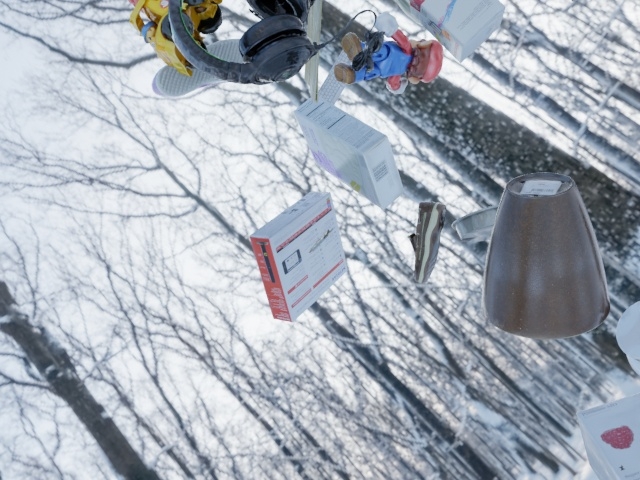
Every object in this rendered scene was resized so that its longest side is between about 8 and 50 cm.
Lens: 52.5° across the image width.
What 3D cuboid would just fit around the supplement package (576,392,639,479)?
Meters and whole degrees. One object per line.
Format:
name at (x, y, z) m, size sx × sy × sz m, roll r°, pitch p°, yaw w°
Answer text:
supplement package at (0.735, 0.514, 1.470) m, size 0.178 × 0.175 × 0.293 m, roll -20°, pitch 19°, yaw 5°

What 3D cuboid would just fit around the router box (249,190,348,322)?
router box at (-0.059, 0.045, 2.071) m, size 0.335 × 0.082 × 0.301 m, roll -39°, pitch -55°, yaw -44°

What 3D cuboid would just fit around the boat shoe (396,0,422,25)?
boat shoe at (0.247, -0.720, 1.875) m, size 0.228 × 0.081 × 0.068 m, roll 40°, pitch -90°, yaw -25°

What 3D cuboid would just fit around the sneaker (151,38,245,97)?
sneaker at (-0.283, -0.421, 1.598) m, size 0.282 × 0.102 × 0.161 m, roll -20°, pitch 12°, yaw -20°

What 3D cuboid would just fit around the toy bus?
toy bus at (-0.342, -0.497, 1.420) m, size 0.149 × 0.212 × 0.220 m, roll 70°, pitch -144°, yaw -77°

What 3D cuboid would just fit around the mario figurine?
mario figurine at (0.185, -0.496, 1.740) m, size 0.321 × 0.170 × 0.198 m, roll -8°, pitch -6°, yaw -28°

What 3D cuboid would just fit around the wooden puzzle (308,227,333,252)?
wooden puzzle at (0.000, 0.000, 1.464) m, size 0.083 × 0.006 × 0.049 m, roll -46°, pitch 7°, yaw 16°

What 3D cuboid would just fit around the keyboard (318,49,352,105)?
keyboard at (0.057, -0.522, 2.092) m, size 0.072 × 0.014 × 0.256 m, roll 26°, pitch -72°, yaw -21°

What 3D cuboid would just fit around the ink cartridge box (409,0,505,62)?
ink cartridge box at (0.306, -0.518, 1.462) m, size 0.127 × 0.176 × 0.128 m, roll -44°, pitch -8°, yaw 6°

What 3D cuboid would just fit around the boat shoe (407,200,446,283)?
boat shoe at (0.317, 0.002, 2.010) m, size 0.095 × 0.095 × 0.257 m, roll -9°, pitch -67°, yaw -64°

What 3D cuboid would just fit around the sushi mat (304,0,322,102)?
sushi mat at (-0.013, -0.458, 1.341) m, size 0.019 × 0.151 × 0.316 m, roll -3°, pitch -57°, yaw -9°

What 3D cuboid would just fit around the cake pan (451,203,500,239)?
cake pan at (0.564, -0.056, 2.040) m, size 0.293 × 0.054 × 0.293 m, roll -10°, pitch -13°, yaw -2°

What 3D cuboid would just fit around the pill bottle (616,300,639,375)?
pill bottle at (0.763, 0.234, 1.333) m, size 0.323 × 0.181 × 0.181 m, roll 26°, pitch -70°, yaw -26°

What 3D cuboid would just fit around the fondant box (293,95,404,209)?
fondant box at (0.084, -0.262, 1.913) m, size 0.096 × 0.330 × 0.238 m, roll -40°, pitch -41°, yaw -12°

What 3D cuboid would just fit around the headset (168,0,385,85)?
headset at (-0.077, -0.389, 1.190) m, size 0.395 × 0.243 × 0.185 m, roll 5°, pitch -13°, yaw -11°

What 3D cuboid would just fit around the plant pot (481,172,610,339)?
plant pot at (0.374, 0.011, 1.095) m, size 0.215 × 0.215 × 0.230 m, roll -29°, pitch -59°, yaw -33°
